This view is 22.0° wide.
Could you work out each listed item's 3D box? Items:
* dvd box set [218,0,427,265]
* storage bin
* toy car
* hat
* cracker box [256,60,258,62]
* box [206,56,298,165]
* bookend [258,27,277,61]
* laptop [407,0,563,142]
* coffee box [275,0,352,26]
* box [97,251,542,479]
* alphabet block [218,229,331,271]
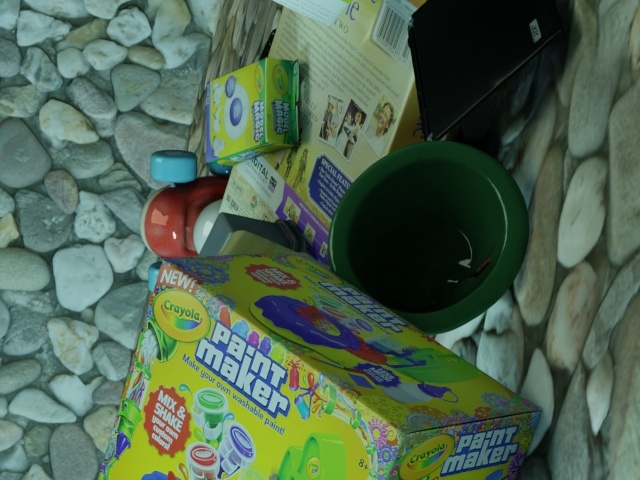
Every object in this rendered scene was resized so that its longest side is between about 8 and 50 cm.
[{"bbox_3d":[0.021,-0.140,1.893,0.307,0.062,0.420,47,125,49],"label":"dvd box set"},{"bbox_3d":[-0.093,0.030,1.889,0.135,0.091,0.098,-61,29,18],"label":"storage bin"},{"bbox_3d":[-0.135,-0.016,2.514,0.238,0.210,0.219,18,109,49],"label":"toy car"},{"bbox_3d":[0.106,0.029,1.521,0.208,0.173,0.183,-38,-22,2],"label":"hat"},{"bbox_3d":[-0.042,-0.137,2.183,0.067,0.156,0.232,-30,25,6],"label":"cracker box"},{"bbox_3d":[-0.079,-0.153,1.957,0.179,0.043,0.105,-12,76,56],"label":"box"},{"bbox_3d":[0.032,-0.215,2.086,0.157,0.156,0.072,51,145,15],"label":"bookend"},{"bbox_3d":[0.161,-0.135,1.581,0.234,0.136,0.264,-92,-8,-53],"label":"laptop"},{"bbox_3d":[-0.037,-0.494,1.675,0.334,0.338,0.338,-46,30,40],"label":"coffee box"},{"bbox_3d":[-0.016,0.196,1.364,0.290,0.177,0.279,32,113,38],"label":"box"},{"bbox_3d":[-0.056,0.134,1.758,0.197,0.193,0.192,-61,-9,-61],"label":"alphabet block"}]
